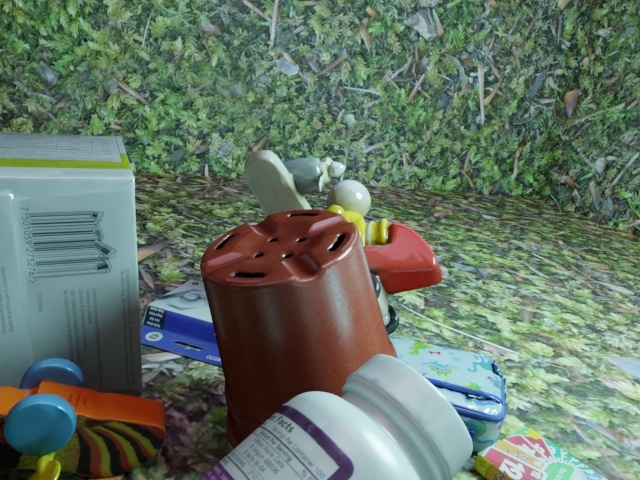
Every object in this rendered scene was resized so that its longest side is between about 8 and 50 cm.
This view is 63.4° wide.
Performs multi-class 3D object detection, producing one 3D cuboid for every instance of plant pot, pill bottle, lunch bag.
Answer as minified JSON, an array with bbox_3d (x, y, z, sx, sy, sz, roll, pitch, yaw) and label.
[{"bbox_3d":[-0.027,0.116,0.697,0.273,0.264,0.272,-9,26,4],"label":"plant pot"},{"bbox_3d":[-0.016,0.237,0.428,0.302,0.169,0.169,-36,39,-24],"label":"pill bottle"},{"bbox_3d":[0.180,0.238,0.825,0.219,0.090,0.176,12,21,15],"label":"lunch bag"}]

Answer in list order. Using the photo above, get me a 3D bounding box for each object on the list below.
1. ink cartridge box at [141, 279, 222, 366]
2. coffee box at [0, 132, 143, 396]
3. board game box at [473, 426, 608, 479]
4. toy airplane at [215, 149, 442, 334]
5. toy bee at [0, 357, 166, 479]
[{"bbox_3d":[-0.210,0.150,0.994,0.224,0.045,0.224,12,18,12],"label":"ink cartridge box"},{"bbox_3d":[-0.464,0.026,0.783,0.339,0.337,0.334,-3,21,-24],"label":"coffee box"},{"bbox_3d":[0.339,0.342,0.661,0.124,0.039,0.259,-7,26,-37],"label":"board game box"},{"bbox_3d":[0.000,0.000,0.995,0.385,0.272,0.386,29,-24,-10],"label":"toy airplane"},{"bbox_3d":[-0.348,0.217,0.611,0.298,0.162,0.195,33,9,-4],"label":"toy bee"}]
